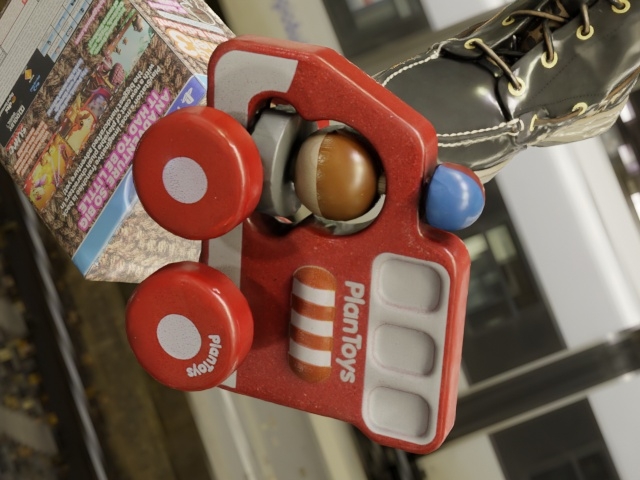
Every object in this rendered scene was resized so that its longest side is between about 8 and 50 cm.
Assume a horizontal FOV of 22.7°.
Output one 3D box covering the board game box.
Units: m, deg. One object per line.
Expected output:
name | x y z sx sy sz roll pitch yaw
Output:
board game box | -0.199 -0.138 1.590 0.141 0.232 0.291 5 38 -51

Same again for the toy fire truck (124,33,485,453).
toy fire truck | 0.000 0.000 1.230 0.169 0.253 0.302 -40 139 -61

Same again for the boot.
boot | 0.210 -0.194 1.383 0.377 0.284 0.138 -13 60 -43
